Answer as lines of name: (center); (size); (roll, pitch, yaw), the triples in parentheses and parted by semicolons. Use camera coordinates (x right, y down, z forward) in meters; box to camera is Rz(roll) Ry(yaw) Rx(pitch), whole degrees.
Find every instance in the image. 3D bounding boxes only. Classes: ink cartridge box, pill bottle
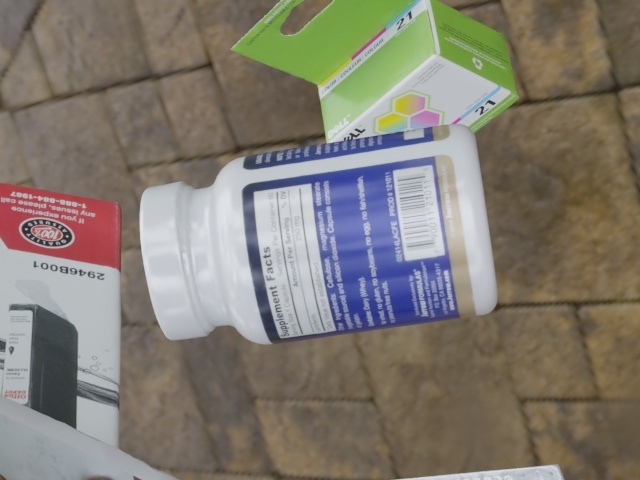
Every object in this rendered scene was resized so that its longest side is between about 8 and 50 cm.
ink cartridge box: (-0.212, 0.089, 0.848); (0.273, 0.197, 0.114); (-98, 22, -49)
pill bottle: (0.000, 0.000, 1.259); (0.264, 0.153, 0.153); (-8, 107, 6)
ink cartridge box: (0.058, -0.184, 1.755); (0.189, 0.255, 0.097); (-38, 47, 36)

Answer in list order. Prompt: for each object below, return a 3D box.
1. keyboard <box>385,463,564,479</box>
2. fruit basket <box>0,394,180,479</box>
keyboard: (0.109, 0.217, 1.247); (0.256, 0.014, 0.072); (-17, 88, 53)
fruit basket: (-0.134, 0.192, 0.593); (0.353, 0.327, 0.165); (26, 137, -16)
